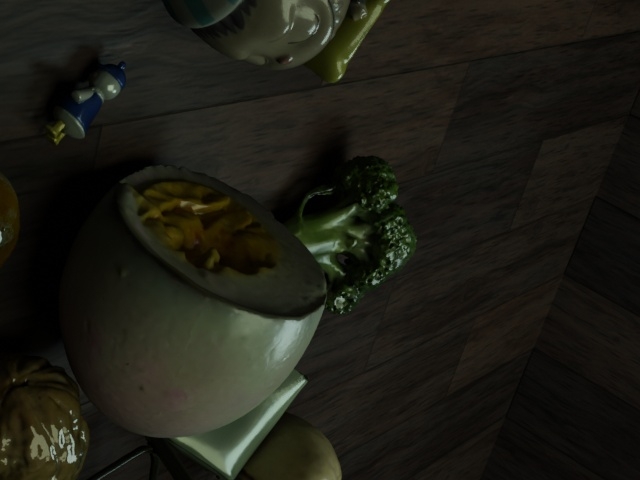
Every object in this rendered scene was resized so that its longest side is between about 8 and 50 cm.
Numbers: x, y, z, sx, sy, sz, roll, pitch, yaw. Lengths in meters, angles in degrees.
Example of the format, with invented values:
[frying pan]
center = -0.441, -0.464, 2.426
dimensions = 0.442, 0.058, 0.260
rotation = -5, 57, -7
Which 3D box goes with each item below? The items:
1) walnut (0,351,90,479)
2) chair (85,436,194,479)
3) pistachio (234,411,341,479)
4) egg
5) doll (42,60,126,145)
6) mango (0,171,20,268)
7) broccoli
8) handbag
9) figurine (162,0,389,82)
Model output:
[walnut]
center = -0.413, 0.266, 1.746
dimensions = 0.198, 0.198, 0.245
rotation = -33, 150, -40
[chair]
center = -0.300, 0.545, 1.971
dimensions = 0.364, 0.410, 0.362
rotation = -26, 138, -45
[pistachio]
center = -0.082, 0.415, 2.321
dimensions = 0.214, 0.318, 0.193
rotation = 15, 99, -41
[egg]
center = -0.209, 0.124, 1.787
dimensions = 0.354, 0.354, 0.340
rotation = -8, 136, -56
[doll]
center = -0.298, -0.180, 1.633
dimensions = 0.143, 0.057, 0.099
rotation = -49, 172, -19
[mango]
center = -0.482, 0.030, 1.450
dimensions = 0.316, 0.146, 0.193
rotation = -43, 141, -16
[broccoli]
center = 0.018, 0.002, 2.242
dimensions = 0.302, 0.186, 0.254
rotation = -26, 125, -2
[handbag]
center = -0.143, 0.242, 2.195
dimensions = 0.241, 0.109, 0.315
rotation = 41, 80, -29
[figurine]
center = -0.074, -0.402, 1.570
dimensions = 0.377, 0.266, 0.361
rotation = 2, 110, -60
